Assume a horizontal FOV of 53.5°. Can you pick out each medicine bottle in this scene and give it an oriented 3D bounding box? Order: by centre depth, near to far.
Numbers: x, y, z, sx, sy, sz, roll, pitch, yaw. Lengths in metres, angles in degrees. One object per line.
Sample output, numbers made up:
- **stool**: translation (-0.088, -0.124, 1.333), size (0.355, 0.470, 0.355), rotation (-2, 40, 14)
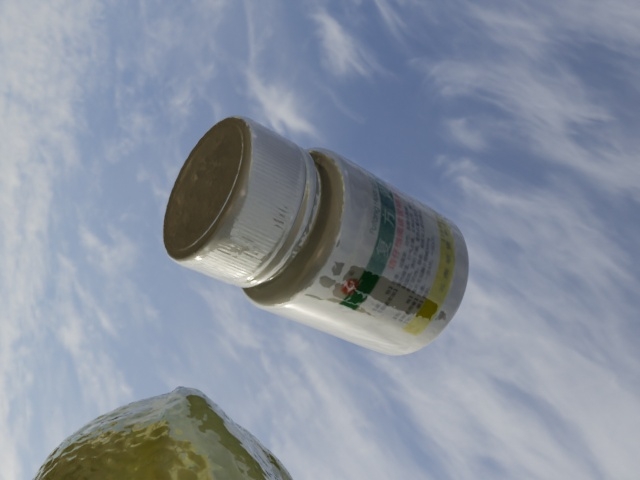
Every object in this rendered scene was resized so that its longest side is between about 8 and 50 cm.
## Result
- **medicine bottle**: translation (0.000, 0.000, 0.776), size (0.208, 0.340, 0.208), rotation (-31, -134, 39)

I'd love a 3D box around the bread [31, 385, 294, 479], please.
- **bread**: translation (-0.096, 0.275, 0.464), size (0.320, 0.237, 0.320), rotation (44, -29, 33)
